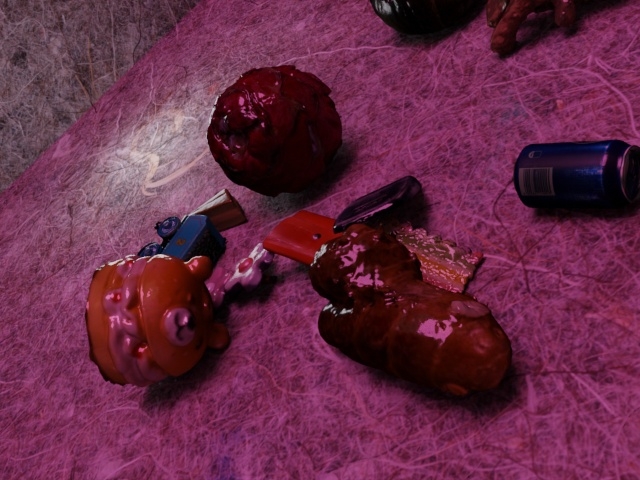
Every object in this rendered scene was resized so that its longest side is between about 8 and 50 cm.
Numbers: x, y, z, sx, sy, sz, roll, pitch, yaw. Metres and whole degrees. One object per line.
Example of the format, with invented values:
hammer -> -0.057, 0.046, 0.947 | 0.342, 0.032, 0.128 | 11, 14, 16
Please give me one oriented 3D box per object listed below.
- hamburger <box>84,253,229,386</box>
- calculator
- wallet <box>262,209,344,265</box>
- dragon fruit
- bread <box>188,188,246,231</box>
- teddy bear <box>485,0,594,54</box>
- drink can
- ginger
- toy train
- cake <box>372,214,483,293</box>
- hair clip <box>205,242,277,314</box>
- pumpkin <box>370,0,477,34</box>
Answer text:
hamburger -> -0.322, 0.156, 1.625 | 0.237, 0.276, 0.276 | -10, 39, 11
calculator -> 0.113, -0.069, 1.585 | 0.177, 0.040, 0.268 | -25, 9, 18
wallet -> 0.000, 0.000, 1.642 | 0.204, 0.045, 0.142 | 18, 46, 35
dragon fruit -> -0.110, -0.257, 1.881 | 0.329, 0.329, 0.329 | -24, 35, 19
bread -> -0.263, -0.053, 1.981 | 0.139, 0.074, 0.084 | -34, 30, 2
teddy bear -> 0.530, -0.566, 1.830 | 0.296, 0.223, 0.246 | 113, 166, -46
drink can -> 0.439, -0.111, 1.363 | 0.205, 0.118, 0.118 | 5, 51, 44
ginger -> 0.128, 0.103, 1.286 | 0.176, 0.254, 0.418 | -16, 21, -32
toy train -> -0.332, 0.030, 1.914 | 0.163, 0.112, 0.203 | 4, 53, 38
cake -> 0.187, 0.045, 1.478 | 0.225, 0.090, 0.109 | 24, 62, 33
hair clip -> -0.189, 0.093, 1.746 | 0.257, 0.075, 0.146 | -25, 39, 26
pumpkin -> 0.291, -0.680, 2.129 | 0.320, 0.192, 0.320 | -25, 32, 17
